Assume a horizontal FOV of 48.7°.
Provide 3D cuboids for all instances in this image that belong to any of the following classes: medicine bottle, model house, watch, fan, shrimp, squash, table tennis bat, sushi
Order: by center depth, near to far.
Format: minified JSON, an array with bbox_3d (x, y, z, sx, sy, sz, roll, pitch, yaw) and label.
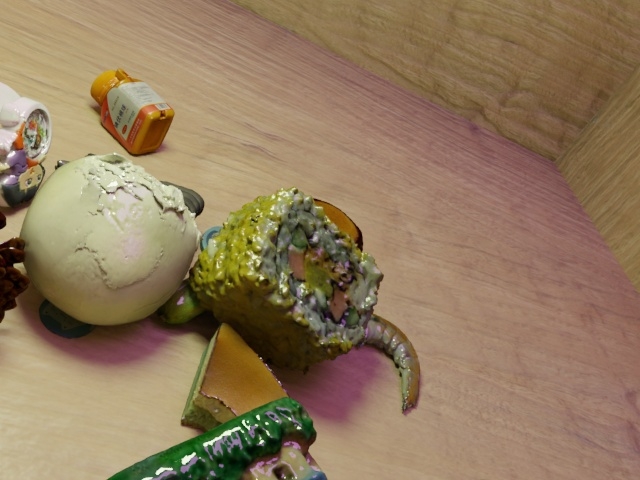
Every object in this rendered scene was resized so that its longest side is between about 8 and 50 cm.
[{"bbox_3d":[-0.133,0.490,0.991,0.382,0.335,0.343,-13,52,-39],"label":"model house"},{"bbox_3d":[-0.491,0.137,1.434,0.113,0.005,0.175,37,31,3],"label":"fan"},{"bbox_3d":[-0.724,-0.209,1.525,0.231,0.244,0.196,11,29,4],"label":"watch"},{"bbox_3d":[-0.284,0.127,1.561,0.095,0.095,0.188,41,33,10],"label":"squash"},{"bbox_3d":[-0.059,0.085,1.591,0.396,0.240,0.351,46,44,-22],"label":"sushi"},{"bbox_3d":[0.174,0.293,1.815,0.185,0.068,0.287,-14,66,-47],"label":"shrimp"},{"bbox_3d":[-0.231,-0.001,1.847,0.149,0.038,0.237,28,34,-11],"label":"table tennis bat"},{"bbox_3d":[-0.525,-0.361,1.947,0.222,0.149,0.112,43,32,15],"label":"medicine bottle"}]

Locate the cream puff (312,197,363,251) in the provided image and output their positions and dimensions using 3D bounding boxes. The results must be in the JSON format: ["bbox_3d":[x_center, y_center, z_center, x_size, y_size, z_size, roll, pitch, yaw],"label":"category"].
[{"bbox_3d":[0.000,0.000,1.930,0.239,0.165,0.239,29,27,-16],"label":"cream puff"}]

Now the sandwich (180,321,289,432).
[{"bbox_3d":[-0.198,0.288,1.404,0.220,0.108,0.186,48,33,18],"label":"sandwich"}]

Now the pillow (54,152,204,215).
[{"bbox_3d":[-0.443,-0.107,1.646,0.326,0.101,0.228,21,14,-5],"label":"pillow"}]

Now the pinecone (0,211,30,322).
[{"bbox_3d":[-0.646,0.028,1.210,0.264,0.264,0.264,24,32,-17],"label":"pinecone"}]

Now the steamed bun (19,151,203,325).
[{"bbox_3d":[-0.402,0.005,1.378,0.333,0.233,0.312,29,67,-23],"label":"steamed bun"}]
